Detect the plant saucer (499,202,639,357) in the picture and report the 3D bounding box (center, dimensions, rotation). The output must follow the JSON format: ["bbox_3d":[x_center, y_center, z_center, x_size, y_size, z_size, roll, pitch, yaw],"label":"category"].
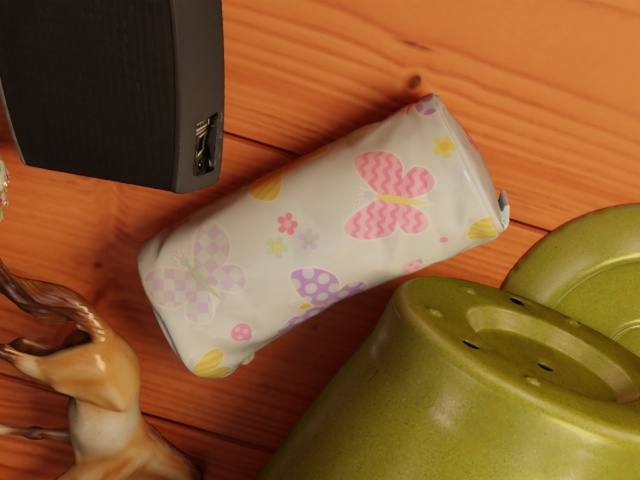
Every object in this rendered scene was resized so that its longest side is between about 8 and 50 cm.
[{"bbox_3d":[0.252,0.089,1.257,0.241,0.037,0.241,-1,112,-2],"label":"plant saucer"}]

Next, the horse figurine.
[{"bbox_3d":[-0.192,0.124,1.220,0.174,0.066,0.263,-2,127,5],"label":"horse figurine"}]

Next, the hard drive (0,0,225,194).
[{"bbox_3d":[-0.154,-0.152,1.094,0.172,0.054,0.254,11,126,17],"label":"hard drive"}]

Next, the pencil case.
[{"bbox_3d":[0.000,0.000,1.173,0.273,0.113,0.124,-28,99,9],"label":"pencil case"}]

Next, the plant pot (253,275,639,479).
[{"bbox_3d":[0.095,0.230,1.145,0.366,0.366,0.353,21,106,-9],"label":"plant pot"}]

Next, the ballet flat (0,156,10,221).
[{"bbox_3d":[-0.307,0.021,1.206,0.241,0.091,0.077,-39,138,18],"label":"ballet flat"}]
